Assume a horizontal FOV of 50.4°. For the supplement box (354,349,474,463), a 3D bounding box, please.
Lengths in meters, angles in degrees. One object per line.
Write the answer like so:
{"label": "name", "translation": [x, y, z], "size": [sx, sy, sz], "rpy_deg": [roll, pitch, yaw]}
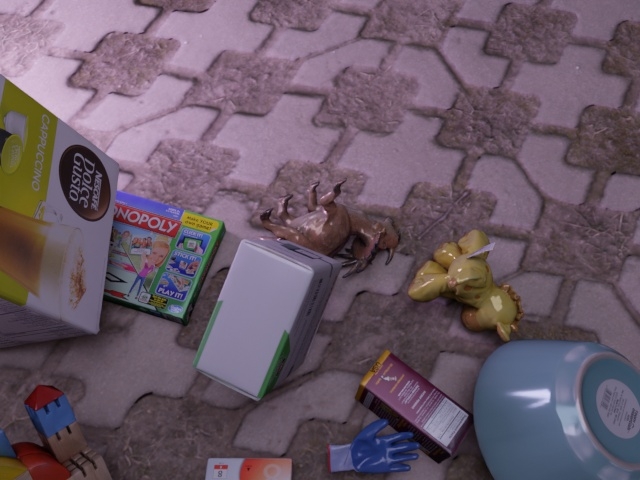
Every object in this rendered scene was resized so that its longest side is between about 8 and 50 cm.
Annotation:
{"label": "supplement box", "translation": [0.159, 0.286, 1.165], "size": [0.188, 0.104, 0.081], "rpy_deg": [36, 68, 14]}

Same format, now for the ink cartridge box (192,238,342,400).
{"label": "ink cartridge box", "translation": [-0.073, 0.115, 1.112], "size": [0.121, 0.289, 0.211], "rpy_deg": [23, 93, 10]}

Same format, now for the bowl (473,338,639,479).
{"label": "bowl", "translation": [0.416, 0.284, 1.079], "size": [0.311, 0.163, 0.311], "rpy_deg": [12, 61, -22]}

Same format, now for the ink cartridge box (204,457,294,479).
{"label": "ink cartridge box", "translation": [-0.121, 0.440, 1.090], "size": [0.145, 0.045, 0.179], "rpy_deg": [-1, 48, 5]}

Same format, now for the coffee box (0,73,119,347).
{"label": "coffee box", "translation": [-0.580, -0.027, 1.119], "size": [0.338, 0.334, 0.338], "rpy_deg": [-10, 63, 20]}

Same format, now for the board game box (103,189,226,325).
{"label": "board game box", "translation": [-0.370, 0.018, 1.314], "size": [0.317, 0.046, 0.213], "rpy_deg": [16, 66, 6]}

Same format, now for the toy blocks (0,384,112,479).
{"label": "toy blocks", "translation": [-0.451, 0.383, 0.956], "size": [0.381, 0.261, 0.190], "rpy_deg": [-31, 26, -37]}

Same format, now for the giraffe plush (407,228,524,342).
{"label": "giraffe plush", "translation": [0.290, 0.095, 1.242], "size": [0.181, 0.210, 0.170], "rpy_deg": [-45, 102, -24]}

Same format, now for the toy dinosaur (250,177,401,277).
{"label": "toy dinosaur", "translation": [0.000, 0.000, 1.299], "size": [0.295, 0.127, 0.200], "rpy_deg": [-22, 102, 6]}

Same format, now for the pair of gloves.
{"label": "pair of gloves", "translation": [0.091, 0.398, 1.121], "size": [0.159, 0.023, 0.198], "rpy_deg": [-7, 83, 4]}
